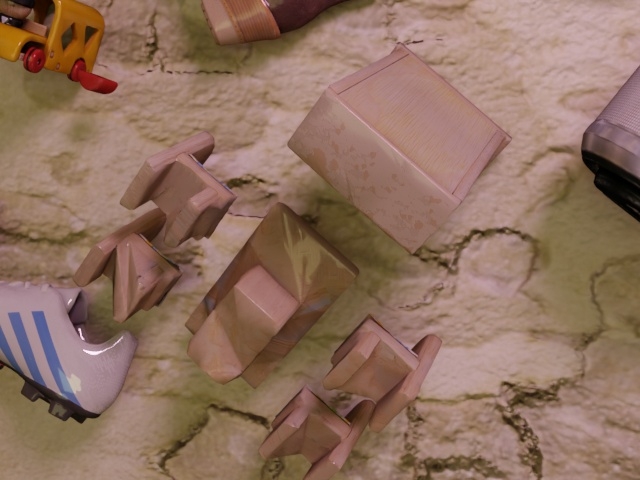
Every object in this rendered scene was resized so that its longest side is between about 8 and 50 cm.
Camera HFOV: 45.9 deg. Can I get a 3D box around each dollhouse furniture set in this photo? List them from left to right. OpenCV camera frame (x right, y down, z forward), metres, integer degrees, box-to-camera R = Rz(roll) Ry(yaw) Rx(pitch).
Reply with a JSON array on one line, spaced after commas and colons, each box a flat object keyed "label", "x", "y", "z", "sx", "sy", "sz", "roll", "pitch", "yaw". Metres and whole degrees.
[{"label": "dollhouse furniture set", "x": 0.000, "y": 0.000, "z": 0.856, "sx": 0.362, "sy": 0.256, "sz": 0.394, "roll": 42, "pitch": 122, "yaw": 3}]

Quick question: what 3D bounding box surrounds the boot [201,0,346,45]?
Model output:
[{"label": "boot", "x": -0.063, "y": -0.361, "z": 0.871, "sx": 0.207, "sy": 0.090, "sz": 0.248, "roll": -22, "pitch": 91, "yaw": -1}]

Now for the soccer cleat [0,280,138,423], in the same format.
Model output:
[{"label": "soccer cleat", "x": -0.383, "y": 0.099, "z": 0.957, "sx": 0.331, "sy": 0.116, "sz": 0.143, "roll": 29, "pitch": 76, "yaw": 8}]

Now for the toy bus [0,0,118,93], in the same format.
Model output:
[{"label": "toy bus", "x": -0.330, "y": -0.250, "z": 0.860, "sx": 0.202, "sy": 0.191, "sz": 0.104, "roll": 30, "pitch": 103, "yaw": 49}]

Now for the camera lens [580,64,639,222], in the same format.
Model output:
[{"label": "camera lens", "x": 0.415, "y": -0.123, "z": 0.738, "sx": 0.219, "sy": 0.219, "sz": 0.274, "roll": 38, "pitch": 101, "yaw": 3}]
